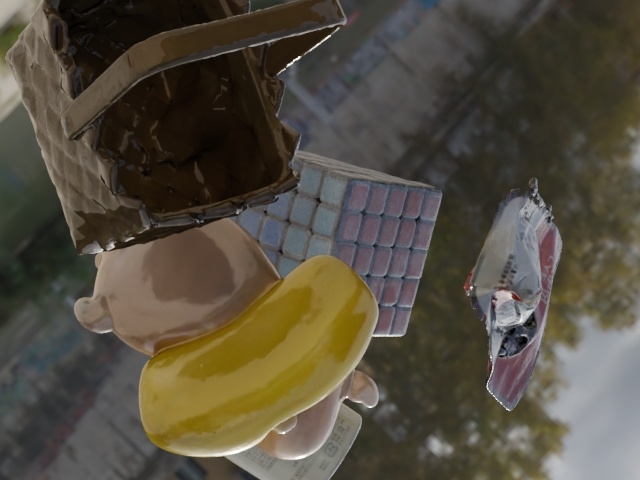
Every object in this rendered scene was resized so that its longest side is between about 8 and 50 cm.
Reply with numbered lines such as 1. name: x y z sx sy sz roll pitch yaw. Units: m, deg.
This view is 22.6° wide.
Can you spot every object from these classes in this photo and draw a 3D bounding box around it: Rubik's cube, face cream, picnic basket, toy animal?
1. Rubik's cube: 0.000 0.000 2.336 0.238 0.237 0.237 8 98 -52
2. face cream: -0.117 0.257 2.504 0.174 0.348 0.081 -56 -165 -1
3. picnic basket: -0.146 -0.156 1.614 0.254 0.291 0.321 -18 174 -36
4. toy animal: -0.112 0.137 1.846 0.278 0.345 0.247 -61 163 -20

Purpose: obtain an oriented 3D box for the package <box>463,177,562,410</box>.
1. package: 0.192 0.049 1.589 0.194 0.071 0.269 -62 162 -9
